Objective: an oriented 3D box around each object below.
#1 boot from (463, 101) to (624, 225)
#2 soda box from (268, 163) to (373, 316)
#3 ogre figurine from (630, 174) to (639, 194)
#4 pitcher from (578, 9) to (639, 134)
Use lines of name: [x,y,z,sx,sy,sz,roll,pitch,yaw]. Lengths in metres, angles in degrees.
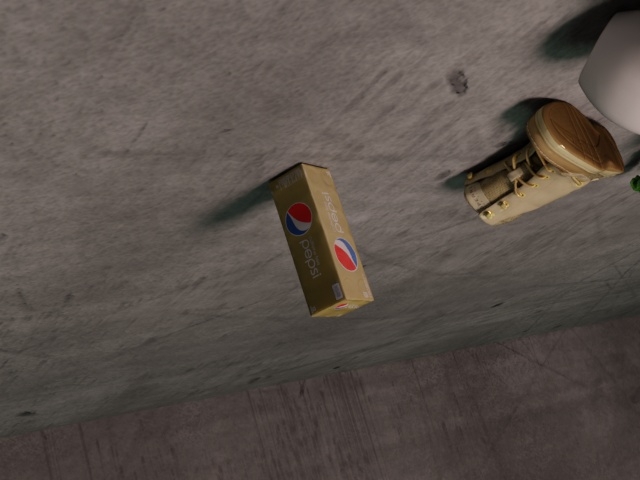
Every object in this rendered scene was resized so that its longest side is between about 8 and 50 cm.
boot: [0.280,-0.096,1.314,0.203,0.095,0.262,-25,166,29]
soda box: [0.000,0.000,1.183,0.058,0.181,0.061,-28,160,31]
ogre figurine: [0.592,-0.126,1.530,0.197,0.096,0.118,-6,-175,15]
pitcher: [0.392,-0.177,1.002,0.125,0.207,0.177,-40,156,-57]
